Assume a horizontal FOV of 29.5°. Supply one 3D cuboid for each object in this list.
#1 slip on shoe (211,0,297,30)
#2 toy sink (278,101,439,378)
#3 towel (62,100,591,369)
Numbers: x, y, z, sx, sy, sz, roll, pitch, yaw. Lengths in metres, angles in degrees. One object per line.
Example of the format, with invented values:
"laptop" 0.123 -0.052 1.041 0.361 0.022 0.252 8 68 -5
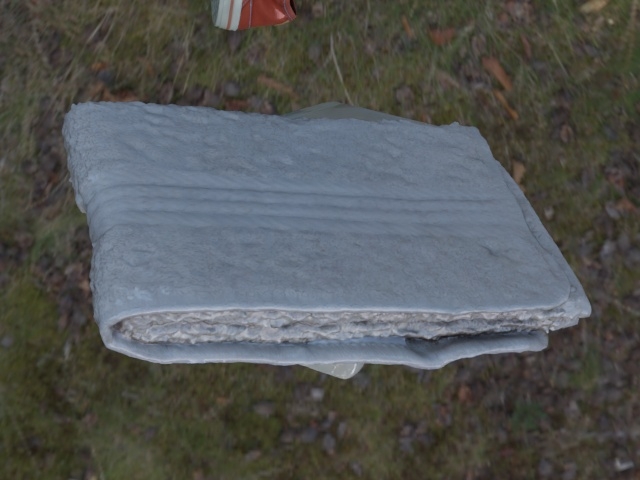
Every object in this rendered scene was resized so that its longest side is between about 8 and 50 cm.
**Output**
"slip on shoe" -0.042 -0.349 1.218 0.101 0.123 0.331 1 138 -14
"toy sink" 0.000 0.000 0.877 0.131 0.234 0.153 16 110 24
"towel" 0.001 -0.008 0.691 0.282 0.187 0.049 3 128 -22
